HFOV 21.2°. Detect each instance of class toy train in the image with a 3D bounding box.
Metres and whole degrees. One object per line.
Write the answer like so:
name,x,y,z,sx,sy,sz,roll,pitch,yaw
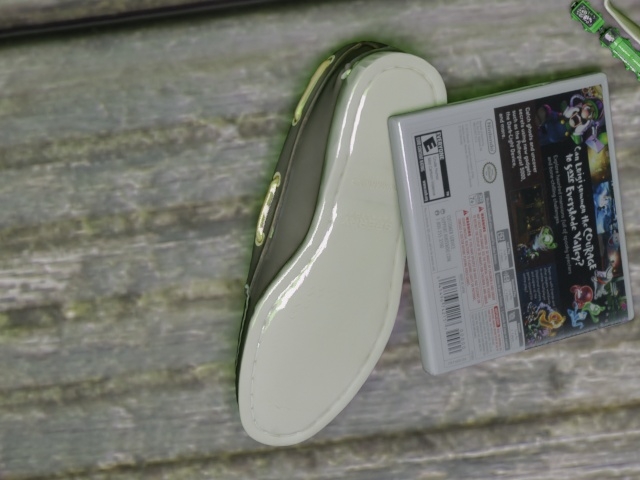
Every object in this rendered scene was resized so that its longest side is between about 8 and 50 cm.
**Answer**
toy train,0.216,-0.146,1.257,0.083,0.024,0.017,42,99,-2

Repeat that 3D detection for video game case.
video game case,0.141,-0.014,1.240,0.173,0.022,0.190,-14,104,-20

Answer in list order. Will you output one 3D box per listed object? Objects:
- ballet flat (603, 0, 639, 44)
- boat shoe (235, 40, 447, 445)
ballet flat,0.226,-0.206,1.227,0.077,0.077,0.231,-30,97,24
boat shoe,0.004,0.001,1.261,0.109,0.091,0.305,14,101,-27
